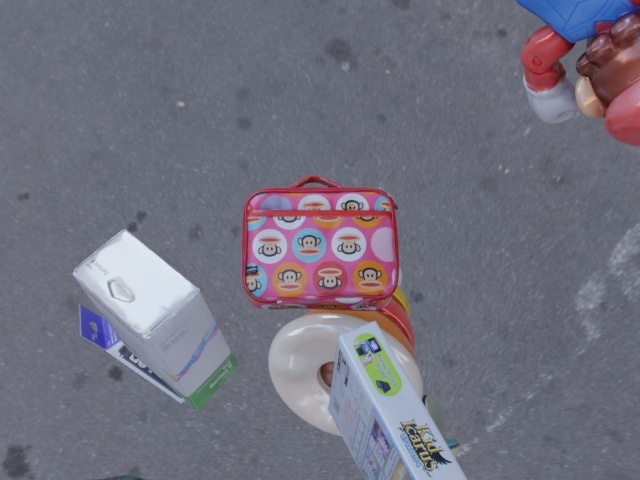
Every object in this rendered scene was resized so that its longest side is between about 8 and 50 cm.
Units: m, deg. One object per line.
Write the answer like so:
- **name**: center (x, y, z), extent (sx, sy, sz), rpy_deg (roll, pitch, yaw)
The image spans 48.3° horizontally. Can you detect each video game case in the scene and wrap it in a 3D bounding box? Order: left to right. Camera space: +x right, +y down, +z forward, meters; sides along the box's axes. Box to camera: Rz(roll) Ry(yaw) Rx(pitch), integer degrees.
- **video game case**: center (0.094, 0.275, 0.963), extent (0.061, 0.269, 0.244), rpy_deg (-21, 60, -15)

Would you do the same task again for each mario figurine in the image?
- **mario figurine**: center (0.227, -0.214, 0.594), extent (0.170, 0.198, 0.320), rpy_deg (-45, 98, -4)

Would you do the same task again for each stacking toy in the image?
- **stacking toy**: center (0.109, 0.199, 1.718), extent (0.351, 0.350, 0.480), rpy_deg (14, 36, 11)

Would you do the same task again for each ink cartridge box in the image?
- **ink cartridge box**: center (-0.324, 0.180, 1.246), extent (0.208, 0.206, 0.045), rpy_deg (40, 85, -21)
- **ink cartridge box**: center (-0.209, 0.107, 0.934), extent (0.154, 0.212, 0.093), rpy_deg (33, 67, 29)

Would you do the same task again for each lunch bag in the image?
- **lunch bag**: center (0.000, 0.000, 1.343), extent (0.293, 0.120, 0.258), rpy_deg (-1, 73, -1)

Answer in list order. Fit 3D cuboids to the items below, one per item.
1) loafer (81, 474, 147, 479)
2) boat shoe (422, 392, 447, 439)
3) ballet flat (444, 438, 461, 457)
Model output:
- **loafer**: center (-0.258, 0.387, 1.012), extent (0.084, 0.267, 0.096), rpy_deg (5, 56, 18)
- **boat shoe**: center (0.276, 0.492, 1.788), extent (0.069, 0.081, 0.227), rpy_deg (-8, 99, 40)
- **ballet flat**: center (0.166, 0.389, 1.246), extent (0.086, 0.248, 0.086), rpy_deg (-12, 72, 39)
